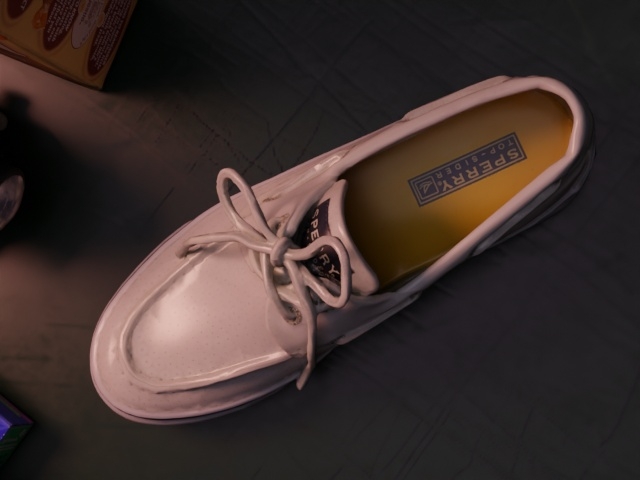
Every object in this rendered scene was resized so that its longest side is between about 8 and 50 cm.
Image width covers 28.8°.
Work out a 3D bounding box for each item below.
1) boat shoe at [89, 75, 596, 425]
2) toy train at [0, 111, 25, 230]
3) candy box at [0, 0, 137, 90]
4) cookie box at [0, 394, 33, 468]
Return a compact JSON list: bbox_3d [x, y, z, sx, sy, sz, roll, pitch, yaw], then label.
[{"bbox_3d":[0.005,0.007,0.764,0.367,0.156,0.135,-26,83,6],"label":"boat shoe"},{"bbox_3d":[-0.357,-0.097,0.811,0.334,0.190,0.142,28,92,10],"label":"toy train"},{"bbox_3d":[-0.243,-0.184,0.734,0.183,0.316,0.087,23,89,10],"label":"candy box"},{"bbox_3d":[-0.268,0.141,0.858,0.092,0.040,0.107,37,94,10],"label":"cookie box"}]
